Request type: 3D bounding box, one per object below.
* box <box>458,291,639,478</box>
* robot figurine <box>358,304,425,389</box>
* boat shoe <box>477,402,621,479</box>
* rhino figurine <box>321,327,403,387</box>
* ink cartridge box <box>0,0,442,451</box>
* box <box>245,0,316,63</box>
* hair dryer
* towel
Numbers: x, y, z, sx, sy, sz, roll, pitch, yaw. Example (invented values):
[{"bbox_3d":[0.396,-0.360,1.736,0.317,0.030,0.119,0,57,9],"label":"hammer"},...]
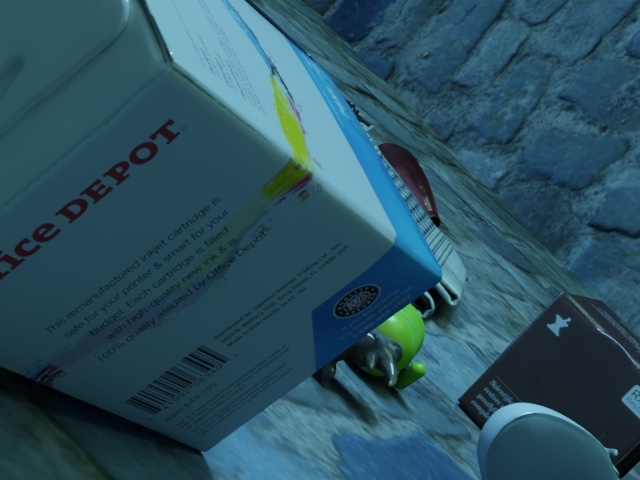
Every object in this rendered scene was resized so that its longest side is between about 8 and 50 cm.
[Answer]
[{"bbox_3d":[0.287,0.174,1.408,0.168,0.167,0.203,47,13,20],"label":"box"},{"bbox_3d":[0.062,0.091,1.227,0.101,0.067,0.115,52,13,4],"label":"robot figurine"},{"bbox_3d":[0.232,0.232,1.177,0.306,0.113,0.105,38,6,-31],"label":"boat shoe"},{"bbox_3d":[-0.008,0.046,1.143,0.106,0.073,0.243,-2,43,-46],"label":"rhino figurine"},{"bbox_3d":[-0.104,-0.039,0.744,0.270,0.198,0.197,36,22,-50],"label":"ink cartridge box"},{"bbox_3d":[-0.061,-0.265,1.864,0.175,0.051,0.220,45,1,21],"label":"box"},{"bbox_3d":[0.070,-0.110,1.999,0.293,0.080,0.223,39,28,10],"label":"hair dryer"},{"bbox_3d":[0.089,-0.050,1.691,0.312,0.056,0.324,56,14,2],"label":"towel"}]
